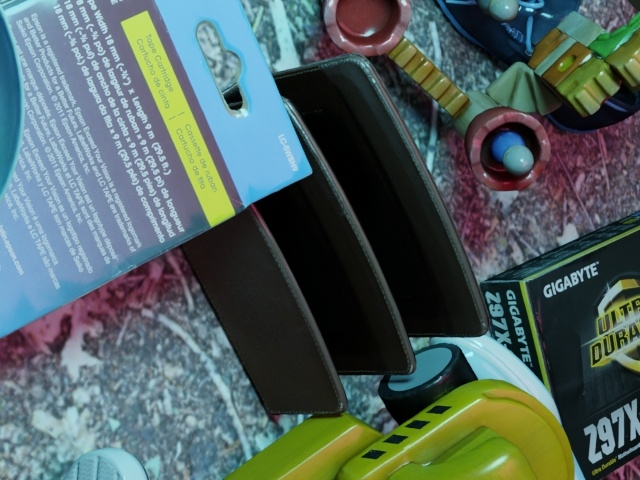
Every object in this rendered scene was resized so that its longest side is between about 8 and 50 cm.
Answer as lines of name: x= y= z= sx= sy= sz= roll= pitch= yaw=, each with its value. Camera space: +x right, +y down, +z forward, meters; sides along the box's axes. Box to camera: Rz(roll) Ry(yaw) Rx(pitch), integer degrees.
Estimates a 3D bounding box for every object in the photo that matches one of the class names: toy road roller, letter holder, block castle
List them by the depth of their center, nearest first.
toy road roller: x=0.084 y=0.259 z=1.337 sx=0.329 sy=0.240 sz=0.202 roll=-33 pitch=106 yaw=-10
letter holder: x=0.000 y=0.000 z=1.363 sx=0.152 sy=0.214 sz=0.302 roll=-38 pitch=110 yaw=-36
block castle: x=0.242 y=-0.293 z=1.445 sx=0.453 sy=0.213 sz=0.303 roll=-45 pitch=112 yaw=8

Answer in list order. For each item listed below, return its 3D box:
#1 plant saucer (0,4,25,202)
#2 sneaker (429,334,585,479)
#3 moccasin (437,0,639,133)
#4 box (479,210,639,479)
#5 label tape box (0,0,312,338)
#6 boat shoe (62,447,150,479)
plant saucer: x=-0.372 y=-0.110 z=1.066 sx=0.317 sy=0.044 sz=0.318 roll=0 pitch=104 yaw=-1
sneaker: x=0.170 y=0.264 z=1.542 sx=0.208 sy=0.127 sz=0.319 roll=-43 pitch=111 yaw=-34
moccasin: x=0.256 y=-0.261 z=1.666 sx=0.342 sy=0.117 sz=0.138 roll=37 pitch=64 yaw=-31
box: x=0.347 y=0.124 z=1.735 sx=0.322 sy=0.079 sz=0.257 roll=-20 pitch=100 yaw=-40
label tape box: x=-0.208 y=-0.091 z=1.216 sx=0.333 sy=0.106 sz=0.241 roll=-28 pitch=105 yaw=-21
boat shoe: x=-0.167 y=0.340 z=1.272 sx=0.119 sy=0.121 sz=0.335 roll=-6 pitch=101 yaw=-48
